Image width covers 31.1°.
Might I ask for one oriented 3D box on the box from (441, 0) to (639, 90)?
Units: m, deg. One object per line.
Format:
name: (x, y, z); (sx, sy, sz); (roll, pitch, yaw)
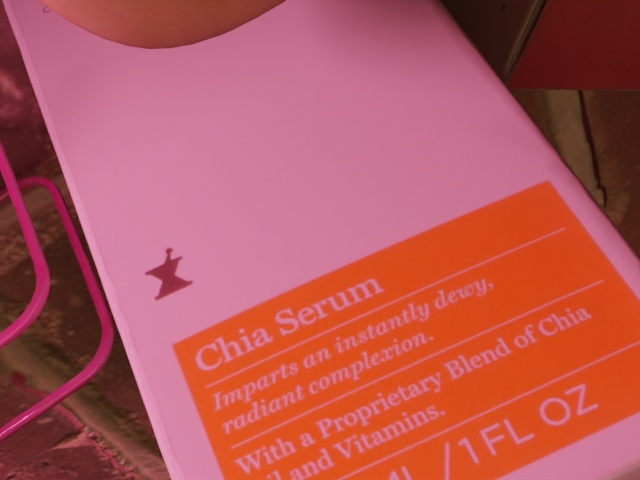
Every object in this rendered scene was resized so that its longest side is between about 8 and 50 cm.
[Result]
box: (0.203, -0.192, 0.784); (0.232, 0.149, 0.127); (-4, 135, -29)

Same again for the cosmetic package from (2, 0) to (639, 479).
cosmetic package: (0.000, 0.000, 0.628); (0.230, 0.453, 0.161); (-24, 141, -6)

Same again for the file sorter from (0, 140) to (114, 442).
file sorter: (-0.281, -0.010, 0.654); (0.182, 0.202, 0.291); (-35, 141, 3)

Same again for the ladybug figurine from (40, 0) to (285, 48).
ladybug figurine: (-0.070, -0.262, 0.398); (0.161, 0.305, 0.449); (-4, 148, 18)
